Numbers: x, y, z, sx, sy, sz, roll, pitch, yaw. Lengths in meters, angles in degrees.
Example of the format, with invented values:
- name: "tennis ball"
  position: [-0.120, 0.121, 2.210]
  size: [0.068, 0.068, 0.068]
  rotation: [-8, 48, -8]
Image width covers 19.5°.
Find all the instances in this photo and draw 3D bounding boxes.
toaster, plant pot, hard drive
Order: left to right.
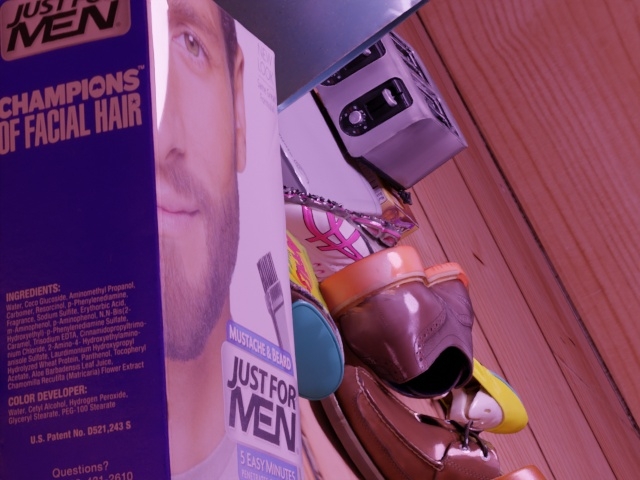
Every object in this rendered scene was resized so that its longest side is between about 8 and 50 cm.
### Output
- name: "plant pot"
  position: [-0.046, -0.237, 1.749]
  size: [0.195, 0.290, 0.290]
  rotation: [53, 12, -3]
- name: "hard drive"
  position: [-0.039, -0.123, 2.055]
  size: [0.233, 0.047, 0.353]
  rotation: [60, 12, 7]
- name: "toaster"
  position: [0.079, -0.159, 2.233]
  size: [0.185, 0.110, 0.168]
  rotation: [32, 30, -60]

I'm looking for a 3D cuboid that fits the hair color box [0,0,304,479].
- name: "hair color box"
  position: [-0.093, 0.030, 1.030]
  size: [0.185, 0.110, 0.339]
  rotation: [33, 48, -64]

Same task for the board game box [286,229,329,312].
- name: "board game box"
  position: [-0.063, 0.004, 1.643]
  size: [0.181, 0.043, 0.092]
  rotation: [46, 17, -46]

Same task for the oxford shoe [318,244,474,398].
- name: "oxford shoe"
  position: [0.092, 0.099, 1.838]
  size: [0.133, 0.130, 0.363]
  rotation: [65, 13, 12]

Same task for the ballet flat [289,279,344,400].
- name: "ballet flat"
  position: [-0.054, 0.052, 1.518]
  size: [0.079, 0.077, 0.221]
  rotation: [42, -2, 44]

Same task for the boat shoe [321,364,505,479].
- name: "boat shoe"
  position: [0.113, 0.204, 1.702]
  size: [0.307, 0.104, 0.111]
  rotation: [49, 17, -34]

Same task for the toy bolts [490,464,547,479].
- name: "toy bolts"
  position: [0.058, 0.260, 1.172]
  size: [0.228, 0.218, 0.158]
  rotation: [-6, 70, -57]

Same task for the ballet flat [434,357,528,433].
- name: "ballet flat"
  position: [0.149, 0.161, 2.079]
  size: [0.231, 0.077, 0.077]
  rotation: [49, 36, -26]

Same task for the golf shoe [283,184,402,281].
- name: "golf shoe"
  position: [0.000, 0.000, 1.840]
  size: [0.186, 0.086, 0.067]
  rotation: [22, -1, -37]

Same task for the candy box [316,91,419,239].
- name: "candy box"
  position: [0.050, -0.093, 2.328]
  size: [0.109, 0.053, 0.187]
  rotation: [38, 24, -59]
